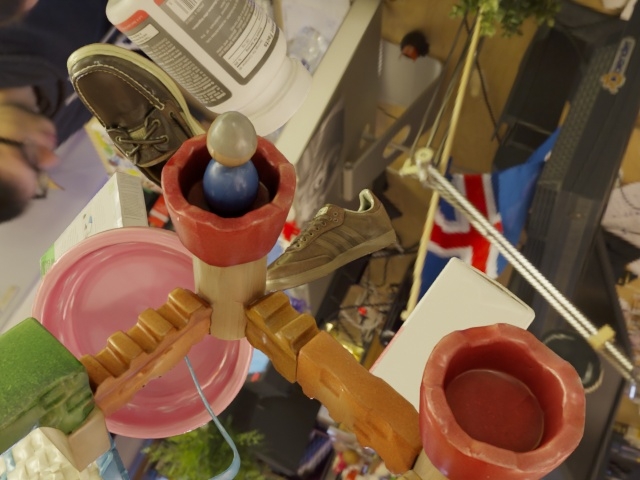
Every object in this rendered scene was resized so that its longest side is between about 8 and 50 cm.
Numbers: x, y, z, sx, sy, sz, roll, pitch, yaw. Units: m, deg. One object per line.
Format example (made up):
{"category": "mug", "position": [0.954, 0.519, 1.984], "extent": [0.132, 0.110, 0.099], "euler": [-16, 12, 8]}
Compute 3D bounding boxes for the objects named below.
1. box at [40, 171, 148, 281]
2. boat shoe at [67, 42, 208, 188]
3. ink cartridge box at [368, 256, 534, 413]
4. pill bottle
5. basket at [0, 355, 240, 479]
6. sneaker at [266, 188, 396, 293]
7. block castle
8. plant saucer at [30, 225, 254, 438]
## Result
{"category": "box", "position": [-0.413, 0.059, 1.314], "extent": [0.058, 0.233, 0.322], "euler": [14, 141, -43]}
{"category": "boat shoe", "position": [-0.114, -0.073, 0.499], "extent": [0.056, 0.049, 0.152], "euler": [-21, 147, 18]}
{"category": "ink cartridge box", "position": [0.125, 0.107, 0.726], "extent": [0.092, 0.159, 0.218], "euler": [37, -178, 13]}
{"category": "pill bottle", "position": [-0.196, -0.371, 1.355], "extent": [0.210, 0.210, 0.363], "euler": [-6, 141, 47]}
{"category": "basket", "position": [-0.281, 0.276, 0.978], "extent": [0.255, 0.288, 0.201], "euler": [50, 162, 44]}
{"category": "sneaker", "position": [0.000, 0.000, 0.803], "extent": [0.066, 0.188, 0.071], "euler": [-19, 93, 53]}
{"category": "block castle", "position": [-0.108, 0.146, 0.348], "extent": [0.303, 0.453, 0.213], "euler": [38, 145, 24]}
{"category": "plant saucer", "position": [-0.263, 0.134, 1.100], "extent": [0.332, 0.332, 0.084], "euler": [30, -167, -7]}
